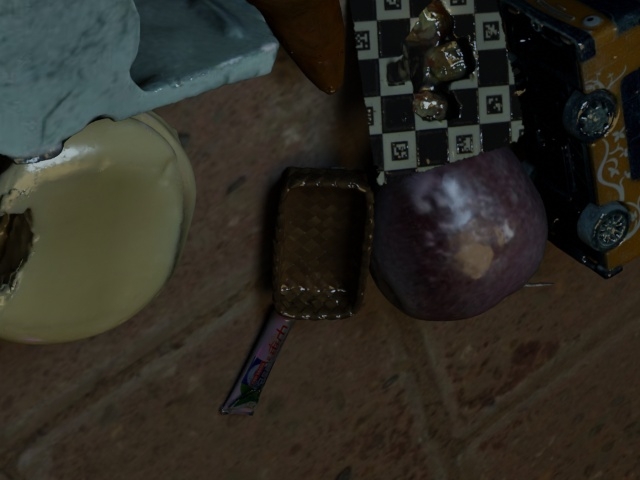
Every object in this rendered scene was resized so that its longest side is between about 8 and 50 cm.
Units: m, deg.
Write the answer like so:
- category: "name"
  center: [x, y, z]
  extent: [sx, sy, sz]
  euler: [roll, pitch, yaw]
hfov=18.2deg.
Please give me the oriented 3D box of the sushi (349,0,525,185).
- category: "sushi"
  center: [0.113, -0.184, 2.132]
  extent: [0.193, 0.040, 0.210]
  euler: [-17, 103, -25]

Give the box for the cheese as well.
- category: "cheese"
  center: [-0.245, -0.021, 1.925]
  extent: [0.233, 0.127, 0.266]
  euler: [-5, 125, -39]

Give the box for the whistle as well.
- category: "whistle"
  center: [-0.227, -0.177, 1.772]
  extent: [0.405, 0.168, 0.188]
  euler: [16, 111, -47]

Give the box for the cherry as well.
- category: "cherry"
  center: [0.151, -0.014, 2.237]
  extent: [0.213, 0.183, 0.266]
  euler: [-40, 122, -25]

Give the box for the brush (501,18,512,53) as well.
- category: "brush"
  center: [0.250, -0.171, 2.321]
  extent: [0.090, 0.017, 0.314]
  euler: [-46, 140, 0]

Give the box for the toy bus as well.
- category: "toy bus"
  center: [0.322, -0.145, 2.252]
  extent: [0.194, 0.162, 0.323]
  euler: [-28, 128, -20]

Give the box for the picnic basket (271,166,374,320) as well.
- category: "picnic basket"
  center: [0.000, 0.000, 2.195]
  extent: [0.110, 0.055, 0.193]
  euler: [2, 129, -7]

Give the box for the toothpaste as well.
- category: "toothpaste"
  center: [-0.066, 0.135, 2.296]
  extent: [0.045, 0.028, 0.170]
  euler: [4, 124, -36]

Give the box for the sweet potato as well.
- category: "sweet potato"
  center: [-0.037, -0.273, 1.906]
  extent: [0.112, 0.112, 0.359]
  euler: [-44, 143, -2]
